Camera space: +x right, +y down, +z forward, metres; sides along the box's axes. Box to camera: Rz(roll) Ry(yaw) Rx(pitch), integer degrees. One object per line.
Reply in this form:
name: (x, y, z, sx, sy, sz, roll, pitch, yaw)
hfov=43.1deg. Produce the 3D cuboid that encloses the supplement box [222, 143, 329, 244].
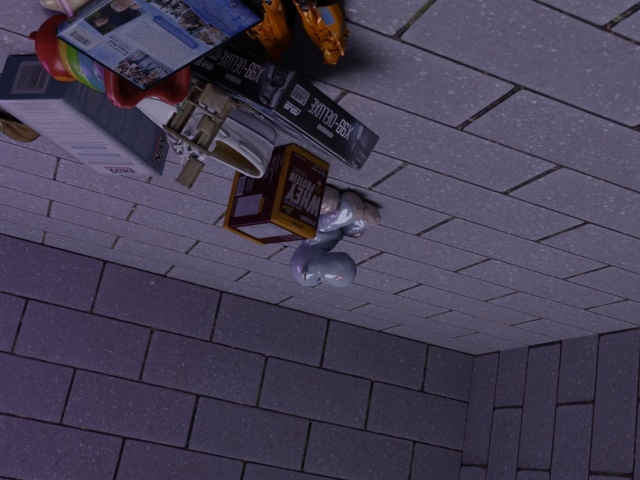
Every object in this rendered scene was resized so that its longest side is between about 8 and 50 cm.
supplement box: (-0.105, -0.106, 1.930, 0.194, 0.191, 0.129, -6, 157, 44)

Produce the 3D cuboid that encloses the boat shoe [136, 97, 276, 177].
boat shoe: (-0.262, -0.218, 1.722, 0.367, 0.156, 0.136, 24, 158, -38)

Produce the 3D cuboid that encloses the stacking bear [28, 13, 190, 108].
stacking bear: (-0.390, -0.334, 1.425, 0.289, 0.164, 0.175, 15, -160, 35)

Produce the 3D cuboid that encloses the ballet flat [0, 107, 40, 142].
ballet flat: (-0.758, -0.321, 1.805, 0.124, 0.116, 0.342, -27, 144, 32)

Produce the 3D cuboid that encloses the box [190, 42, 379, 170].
box: (-0.076, -0.250, 1.438, 0.307, 0.076, 0.242, 32, -178, 43)

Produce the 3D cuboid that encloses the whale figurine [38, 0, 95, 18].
whale figurine: (-0.329, -0.413, 1.176, 0.216, 0.141, 0.272, -22, 144, 27)

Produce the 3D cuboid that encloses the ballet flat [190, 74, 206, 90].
ballet flat: (-0.276, -0.325, 1.553, 0.213, 0.072, 0.068, 20, -169, -21)

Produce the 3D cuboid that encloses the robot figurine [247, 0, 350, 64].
robot figurine: (-0.061, -0.374, 1.223, 0.211, 0.085, 0.291, 5, 162, 20)

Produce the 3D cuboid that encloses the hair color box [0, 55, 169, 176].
hair color box: (-0.512, -0.266, 1.796, 0.185, 0.113, 0.374, 3, 161, 23)

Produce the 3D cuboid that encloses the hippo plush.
hippo plush: (0.000, 0.000, 2.127, 0.294, 0.236, 0.234, 9, 163, 4)

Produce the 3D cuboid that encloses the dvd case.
dvd case: (-0.235, -0.318, 1.190, 0.253, 0.022, 0.180, -23, 149, 28)

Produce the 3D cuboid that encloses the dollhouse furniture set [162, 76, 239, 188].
dollhouse furniture set: (-0.241, -0.197, 1.447, 0.101, 0.182, 0.161, 31, -178, -1)
